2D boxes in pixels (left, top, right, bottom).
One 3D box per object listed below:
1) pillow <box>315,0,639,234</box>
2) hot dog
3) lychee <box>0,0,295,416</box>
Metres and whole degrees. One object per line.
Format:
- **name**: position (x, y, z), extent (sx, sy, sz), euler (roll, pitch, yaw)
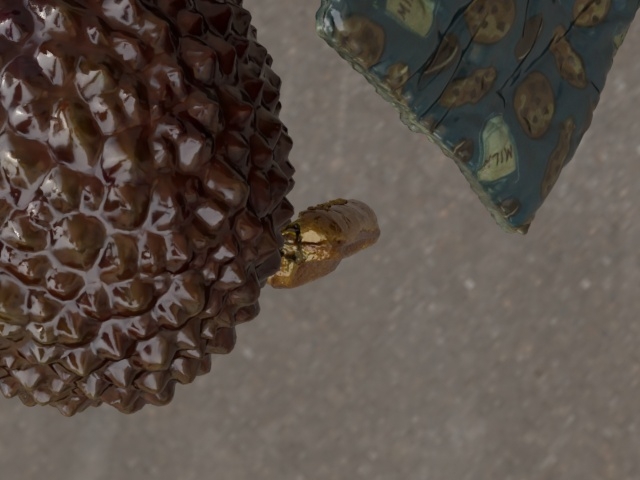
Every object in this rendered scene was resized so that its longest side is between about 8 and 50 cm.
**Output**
- **pillow**: position (0.098, -0.136, 1.133), extent (0.034, 0.189, 0.255), euler (16, 163, 42)
- **hot dog**: position (0.000, 0.000, 1.436), extent (0.071, 0.165, 0.045), euler (-36, 86, 15)
- **lychee**: position (-0.162, -0.055, 1.216), extent (0.330, 0.306, 0.306), euler (50, 138, 22)
